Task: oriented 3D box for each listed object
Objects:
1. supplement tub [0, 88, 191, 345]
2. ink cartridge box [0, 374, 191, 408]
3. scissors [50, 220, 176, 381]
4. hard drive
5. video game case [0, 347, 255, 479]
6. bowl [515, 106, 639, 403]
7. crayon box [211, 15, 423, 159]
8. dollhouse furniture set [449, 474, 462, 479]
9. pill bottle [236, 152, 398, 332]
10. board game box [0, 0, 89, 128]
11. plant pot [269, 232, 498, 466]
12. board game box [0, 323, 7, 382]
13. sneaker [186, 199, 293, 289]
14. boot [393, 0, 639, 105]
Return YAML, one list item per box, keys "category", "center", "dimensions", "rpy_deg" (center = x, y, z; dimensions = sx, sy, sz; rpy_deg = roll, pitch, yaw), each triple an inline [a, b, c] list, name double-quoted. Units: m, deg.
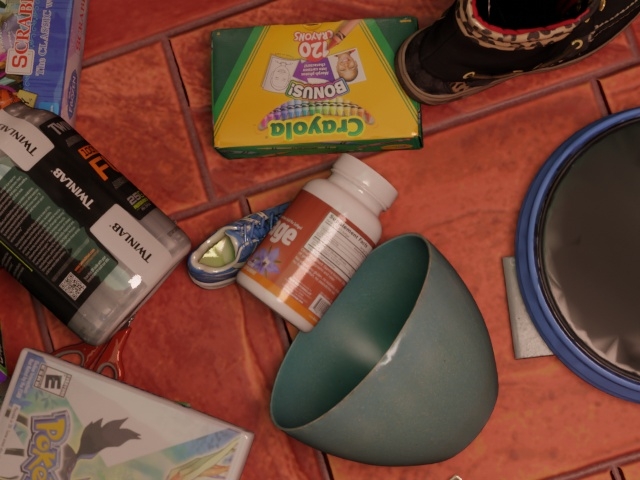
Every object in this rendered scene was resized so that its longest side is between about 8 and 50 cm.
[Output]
- category: "supplement tub"
  center: [-0.338, -0.033, 1.592]
  dimensions: [0.316, 0.193, 0.193]
  rpy_deg: [43, 90, -3]
- category: "ink cartridge box"
  center: [-0.319, 0.299, 1.584]
  dimensions: [0.289, 0.121, 0.211]
  rpy_deg: [8, 115, 9]
- category: "scissors"
  center: [-0.262, 0.115, 1.697]
  dimensions: [0.109, 0.021, 0.297]
  rpy_deg: [42, 88, 12]
- category: "hard drive"
  center: [0.292, 0.082, 1.613]
  dimensions: [0.094, 0.022, 0.135]
  rpy_deg: [-7, 81, 8]
- category: "video game case"
  center: [-0.269, 0.329, 1.454]
  dimensions: [0.299, 0.036, 0.329]
  rpy_deg: [19, 87, 10]
- category: "bowl"
  center: [0.443, 0.014, 1.559]
  dimensions: [0.391, 0.077, 0.391]
  rpy_deg: [-1, 82, 4]
- category: "crayon box"
  center: [-0.004, -0.202, 1.666]
  dimensions: [0.278, 0.081, 0.166]
  rpy_deg: [-3, 82, 8]
- category: "dollhouse furniture set"
  center: [0.184, 0.362, 1.561]
  dimensions: [0.091, 0.081, 0.114]
  rpy_deg: [-44, 78, 1]
- category: "pill bottle"
  center: [0.000, 0.000, 1.583]
  dimensions: [0.121, 0.121, 0.216]
  rpy_deg: [36, 85, 11]
- category: "board game box"
  center: [-0.498, -0.250, 1.755]
  dimensions: [0.317, 0.066, 0.319]
  rpy_deg: [4, 83, 9]
- category: "plant pot"
  center: [0.103, 0.164, 1.524]
  dimensions: [0.195, 0.290, 0.290]
  rpy_deg: [39, 89, -16]
- category: "board game box"
  center: [-0.649, 0.034, 1.521]
  dimensions: [0.356, 0.356, 0.357]
  rpy_deg: [-28, 44, 5]
- category: "sneaker"
  center: [-0.082, 0.003, 1.651]
  dimensions: [0.211, 0.081, 0.080]
  rpy_deg: [-29, 77, 1]
- category: "boot"
  center: [0.287, -0.296, 1.506]
  dimensions: [0.377, 0.284, 0.138]
  rpy_deg: [-22, 87, -11]
